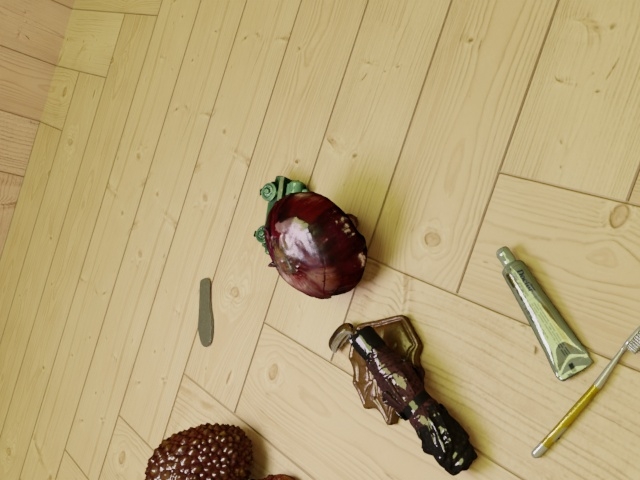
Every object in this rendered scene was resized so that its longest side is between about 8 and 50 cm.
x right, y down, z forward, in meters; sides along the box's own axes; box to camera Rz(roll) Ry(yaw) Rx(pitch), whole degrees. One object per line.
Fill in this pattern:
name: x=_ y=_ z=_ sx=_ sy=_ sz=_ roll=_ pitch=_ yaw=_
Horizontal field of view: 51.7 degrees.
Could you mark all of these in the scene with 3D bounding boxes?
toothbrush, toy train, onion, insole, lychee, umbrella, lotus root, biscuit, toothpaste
toothbrush: x=0.437 y=0.254 z=1.073 sx=0.288 sy=0.021 sz=0.024 roll=-58 pitch=38 yaw=18
toy train: x=-0.086 y=-0.062 z=1.618 sx=0.132 sy=0.083 sz=0.200 roll=1 pitch=81 yaw=33
onion: x=0.000 y=0.000 z=1.438 sx=0.252 sy=0.219 sz=0.252 roll=34 pitch=147 yaw=27
insole: x=-0.317 y=0.198 z=1.822 sx=0.063 sy=0.010 sz=0.192 roll=-18 pitch=68 yaw=39
lychee: x=-0.273 y=0.546 z=1.553 sx=0.271 sy=0.271 sz=0.272 roll=-12 pitch=72 yaw=42
umbrella: x=0.167 y=0.296 z=1.249 sx=0.094 sy=0.090 sz=0.326 roll=-51 pitch=63 yaw=19
lotus root: x=0.042 y=0.207 z=1.446 sx=0.083 sy=0.030 sz=0.037 roll=-54 pitch=19 yaw=32
biscuit: x=0.133 y=0.268 z=1.354 sx=0.182 sy=0.034 sz=0.216 roll=-19 pitch=68 yaw=40
toothpaste: x=0.377 y=0.119 z=1.152 sx=0.067 sy=0.037 sz=0.256 roll=-39 pitch=59 yaw=24

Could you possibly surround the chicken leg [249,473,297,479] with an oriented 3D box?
chicken leg: x=-0.089 y=0.567 z=1.491 sx=0.205 sy=0.053 sz=0.093 roll=-23 pitch=88 yaw=46
